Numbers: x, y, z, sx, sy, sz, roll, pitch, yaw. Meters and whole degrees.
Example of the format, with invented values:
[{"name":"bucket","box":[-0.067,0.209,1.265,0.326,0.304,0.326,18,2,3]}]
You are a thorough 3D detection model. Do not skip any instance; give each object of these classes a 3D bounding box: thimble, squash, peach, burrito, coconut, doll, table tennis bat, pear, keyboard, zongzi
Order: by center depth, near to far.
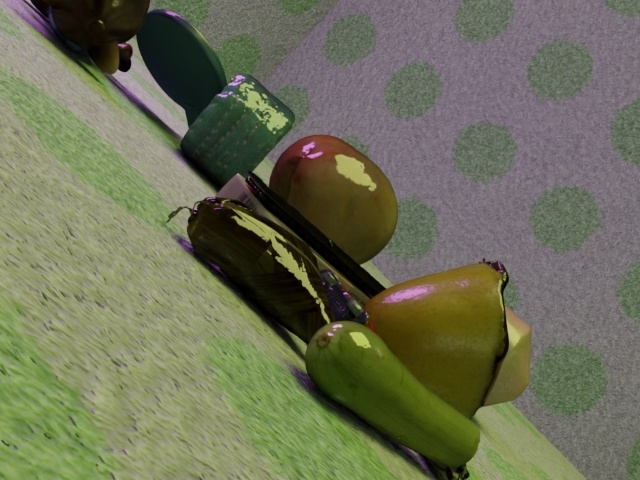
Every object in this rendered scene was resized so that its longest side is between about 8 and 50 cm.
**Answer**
[{"name":"squash","box":[0.074,0.165,0.881,0.250,0.083,0.083,42,4,-34]},{"name":"zongzi","box":[-0.063,0.041,0.913,0.187,0.084,0.184,32,21,-38]},{"name":"burrito","box":[0.130,0.234,1.015,0.051,0.042,0.171,42,1,-27]},{"name":"pear","box":[0.128,0.135,1.140,0.178,0.267,0.267,11,14,-15]},{"name":"keyboard","box":[0.000,0.000,1.367,0.317,0.027,0.106,41,1,-30]},{"name":"doll","box":[-0.411,-0.451,1.537,0.318,0.209,0.340,60,-9,-24]},{"name":"thimble","box":[-0.158,-0.197,1.564,0.143,0.198,0.235,41,-22,-5]},{"name":"table tennis bat","box":[-0.270,-0.318,1.680,0.215,0.044,0.329,23,-34,25]},{"name":"coconut","box":[0.315,0.226,1.702,0.245,0.233,0.233,44,4,18]},{"name":"peach","box":[0.021,-0.086,1.726,0.292,0.247,0.292,61,-8,15]}]

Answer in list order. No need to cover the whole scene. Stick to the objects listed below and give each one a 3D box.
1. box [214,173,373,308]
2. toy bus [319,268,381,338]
[{"name":"box","box":[-0.011,0.046,1.409,0.353,0.069,0.214,43,4,-34]},{"name":"toy bus","box":[0.020,0.103,1.056,0.077,0.079,0.174,51,0,-24]}]
